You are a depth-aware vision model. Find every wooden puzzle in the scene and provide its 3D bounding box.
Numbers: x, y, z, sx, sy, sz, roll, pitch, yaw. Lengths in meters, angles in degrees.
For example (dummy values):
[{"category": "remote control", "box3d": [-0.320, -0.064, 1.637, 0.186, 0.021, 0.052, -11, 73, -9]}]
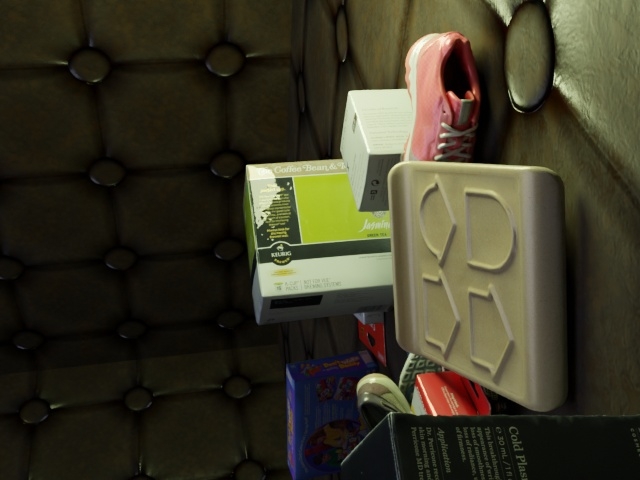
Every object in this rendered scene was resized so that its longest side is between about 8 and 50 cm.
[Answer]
[{"category": "wooden puzzle", "box3d": [0.232, 0.046, 1.114, 0.348, 0.080, 0.322, 13, 109, 60]}]

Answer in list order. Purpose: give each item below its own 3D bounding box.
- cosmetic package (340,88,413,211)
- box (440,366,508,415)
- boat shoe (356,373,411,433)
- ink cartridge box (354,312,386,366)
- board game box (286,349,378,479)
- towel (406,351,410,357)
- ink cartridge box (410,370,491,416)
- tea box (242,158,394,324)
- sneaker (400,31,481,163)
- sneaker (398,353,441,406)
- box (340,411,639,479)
[{"category": "cosmetic package", "box3d": [0.133, -0.172, 1.444, 0.151, 0.151, 0.184, 98, 163, -47]}, {"category": "box", "box3d": [0.257, 0.293, 1.270, 0.175, 0.051, 0.220, -170, 75, -79]}, {"category": "boat shoe", "box3d": [0.157, 0.375, 1.387, 0.285, 0.103, 0.092, 54, -151, -9]}, {"category": "ink cartridge box", "box3d": [0.107, 0.182, 2.009, 0.275, 0.060, 0.239, -145, 52, -76]}, {"category": "board game box", "box3d": [0.030, 0.478, 2.064, 0.078, 0.233, 0.347, -123, 30, -58]}, {"category": "towel", "box3d": [0.200, 0.229, 1.607, 0.119, 0.029, 0.067, -108, 17, -50]}, {"category": "ink cartridge box", "box3d": [0.200, 0.306, 1.226, 0.134, 0.078, 0.231, -110, 19, -53]}, {"category": "tea box", "box3d": [0.000, 0.000, 1.758, 0.220, 0.329, 0.324, 110, 154, -67]}, {"category": "sneaker", "box3d": [0.198, -0.179, 1.209, 0.136, 0.115, 0.314, -170, 74, -76]}, {"category": "sneaker", "box3d": [0.194, 0.301, 1.483, 0.129, 0.111, 0.297, -95, 7, -61]}, {"category": "box", "box3d": [0.206, 0.362, 0.755, 0.179, 0.312, 0.343, 115, 154, -54]}]
